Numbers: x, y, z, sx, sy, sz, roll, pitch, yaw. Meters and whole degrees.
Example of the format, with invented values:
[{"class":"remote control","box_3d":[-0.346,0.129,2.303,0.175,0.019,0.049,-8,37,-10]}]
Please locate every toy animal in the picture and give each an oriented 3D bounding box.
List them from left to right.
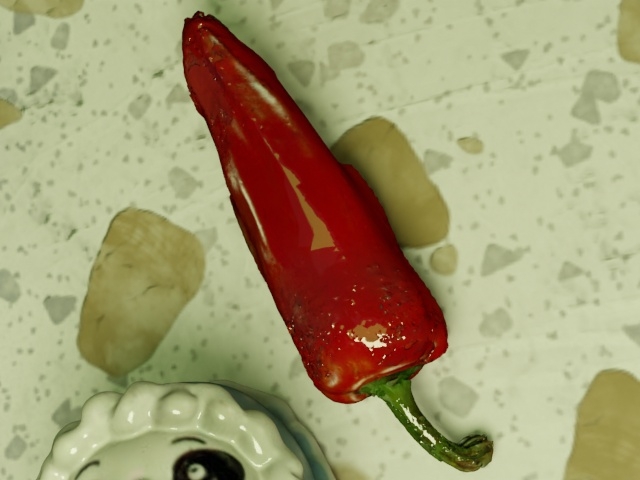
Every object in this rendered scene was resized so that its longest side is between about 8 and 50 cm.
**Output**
[{"class":"toy animal","box_3d":[-0.096,0.171,1.068,0.208,0.204,0.156,-15,80,9]}]

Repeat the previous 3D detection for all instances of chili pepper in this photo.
[{"class":"chili pepper","box_3d":[0.000,0.000,1.107,0.110,0.110,0.387,-32,75,13]}]
